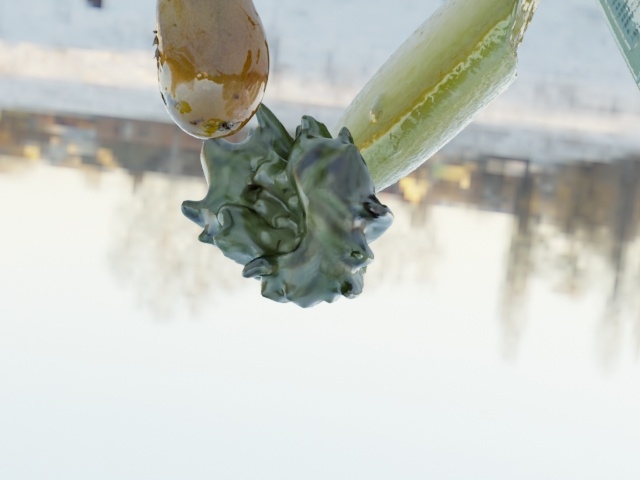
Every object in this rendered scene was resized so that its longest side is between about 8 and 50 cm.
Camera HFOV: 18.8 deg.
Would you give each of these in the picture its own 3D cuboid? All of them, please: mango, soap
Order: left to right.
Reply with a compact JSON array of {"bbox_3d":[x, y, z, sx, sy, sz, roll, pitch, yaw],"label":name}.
[{"bbox_3d":[-0.098,-0.168,1.664,0.105,0.159,0.084,-20,173,35],"label":"mango"},{"bbox_3d":[0.139,-0.186,2.161,0.115,0.427,0.306,40,-139,-9],"label":"soap"}]

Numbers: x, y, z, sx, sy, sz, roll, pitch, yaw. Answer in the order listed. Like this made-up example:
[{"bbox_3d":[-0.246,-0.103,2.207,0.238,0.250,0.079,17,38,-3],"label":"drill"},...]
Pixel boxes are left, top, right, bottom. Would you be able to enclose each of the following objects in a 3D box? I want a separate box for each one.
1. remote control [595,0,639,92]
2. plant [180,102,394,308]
[{"bbox_3d":[0.243,-0.184,1.431,0.038,0.233,0.098,-5,147,-27],"label":"remote control"},{"bbox_3d":[0.027,-0.022,1.946,0.333,0.180,0.251,17,-149,-53],"label":"plant"}]
